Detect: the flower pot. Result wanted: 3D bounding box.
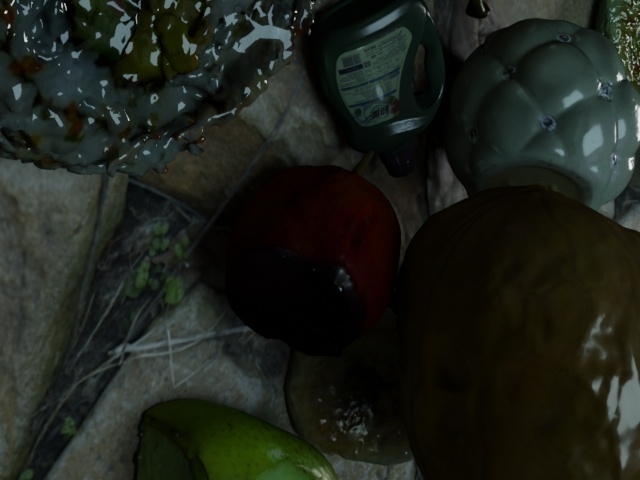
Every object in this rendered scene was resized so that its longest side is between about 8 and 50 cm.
[{"bbox_3d":[0.263,-0.133,1.590,0.246,0.246,0.195,47,46,-45],"label":"flower pot"}]

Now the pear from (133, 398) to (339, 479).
[{"bbox_3d":[-0.083,0.319,1.481,0.292,0.159,0.292,-22,120,-42],"label":"pear"}]

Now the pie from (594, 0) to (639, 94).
[{"bbox_3d":[0.458,-0.306,1.858,0.240,0.054,0.241,-21,122,-38],"label":"pie"}]

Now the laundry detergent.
[{"bbox_3d":[0.076,-0.169,1.493,0.144,0.078,0.222,-29,127,-7],"label":"laundry detergent"}]

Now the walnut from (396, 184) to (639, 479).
[{"bbox_3d":[0.232,0.139,1.420,0.307,0.354,0.398,-6,97,-11],"label":"walnut"}]

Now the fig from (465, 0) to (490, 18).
[{"bbox_3d":[0.130,-0.315,1.458,0.190,0.190,0.290,-42,159,-26],"label":"fig"}]

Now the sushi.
[{"bbox_3d":[-0.187,-0.239,1.133,0.417,0.176,0.418,-19,119,-40],"label":"sushi"}]

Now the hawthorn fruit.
[{"bbox_3d":[0.000,0.000,1.432,0.189,0.189,0.251,47,51,-45],"label":"hawthorn fruit"}]

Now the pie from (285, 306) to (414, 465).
[{"bbox_3d":[0.051,0.179,1.591,0.185,0.052,0.218,-33,114,11],"label":"pie"}]
